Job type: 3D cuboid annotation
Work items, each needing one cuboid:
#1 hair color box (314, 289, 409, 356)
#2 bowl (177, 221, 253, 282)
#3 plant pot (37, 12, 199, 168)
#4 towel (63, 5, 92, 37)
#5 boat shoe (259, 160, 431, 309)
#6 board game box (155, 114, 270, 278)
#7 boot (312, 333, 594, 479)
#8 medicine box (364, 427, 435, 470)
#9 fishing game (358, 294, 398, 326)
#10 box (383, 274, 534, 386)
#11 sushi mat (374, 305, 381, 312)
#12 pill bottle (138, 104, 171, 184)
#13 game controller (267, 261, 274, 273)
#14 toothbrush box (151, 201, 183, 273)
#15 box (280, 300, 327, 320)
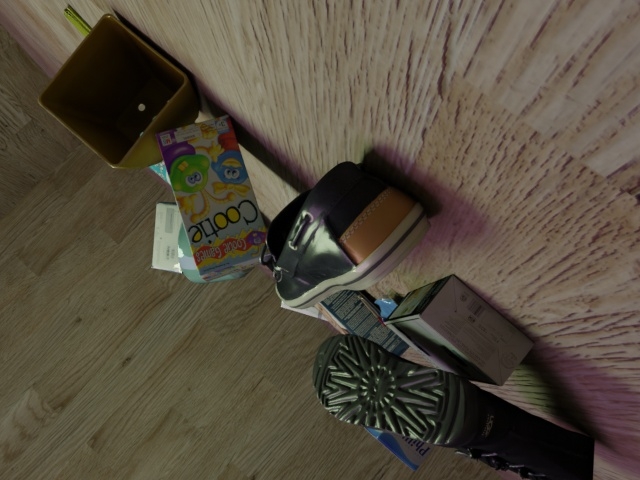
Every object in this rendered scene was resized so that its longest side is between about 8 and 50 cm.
[{"bbox_3d":[0.088,0.212,1.459,0.347,0.105,0.174,44,167,14],"label":"hair color box"},{"bbox_3d":[-0.290,0.001,1.636,0.163,0.311,0.311,11,157,22],"label":"bowl"},{"bbox_3d":[-0.367,-0.267,1.019,0.212,0.212,0.187,40,-178,8],"label":"plant pot"},{"bbox_3d":[-0.527,-0.459,1.258,0.237,0.021,0.102,48,167,-29],"label":"towel"},{"bbox_3d":[0.000,0.000,0.832,0.156,0.187,0.500,44,163,-3],"label":"boat shoe"},{"bbox_3d":[-0.200,-0.075,0.996,0.142,0.145,0.275,131,120,-79],"label":"board game box"},{"bbox_3d":[0.249,0.323,0.966,0.445,0.146,0.367,26,170,-36],"label":"boot"},{"bbox_3d":[0.332,0.649,1.915,0.263,0.289,0.149,47,168,-27],"label":"medicine box"},{"bbox_3d":[0.208,0.184,1.196,0.264,0.041,0.189,12,150,53],"label":"fishing game"},{"bbox_3d":[0.226,0.163,0.913,0.169,0.087,0.290,41,169,3],"label":"box"},{"bbox_3d":[0.168,0.248,1.637,0.151,0.019,0.316,43,169,-3],"label":"sushi mat"},{"bbox_3d":[-0.357,-0.219,1.279,0.264,0.146,0.146,37,168,19],"label":"pill bottle"},{"bbox_3d":[-0.067,0.125,1.767,0.167,0.067,0.319,-8,142,28],"label":"game controller"},{"bbox_3d":[-0.410,-0.015,1.722,0.126,0.216,0.296,9,-175,22],"label":"toothbrush box"},{"bbox_3d":[-0.012,0.199,1.649,0.186,0.038,0.145,13,-162,21],"label":"box"}]
